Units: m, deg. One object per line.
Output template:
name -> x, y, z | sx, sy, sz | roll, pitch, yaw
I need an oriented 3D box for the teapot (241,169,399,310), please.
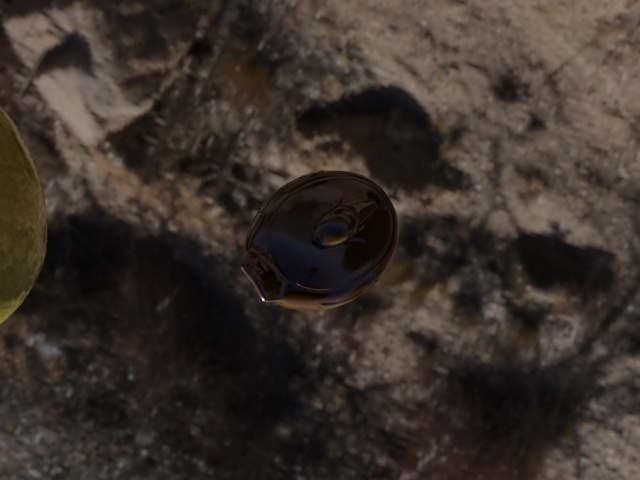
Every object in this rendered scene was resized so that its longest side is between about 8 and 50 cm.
teapot -> 0.000, 0.000, 0.958 | 0.098, 0.129, 0.078 | 59, 161, 2

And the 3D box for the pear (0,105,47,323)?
pear -> -0.414, -0.024, 1.254 | 0.309, 0.309, 0.309 | 19, 156, 9
